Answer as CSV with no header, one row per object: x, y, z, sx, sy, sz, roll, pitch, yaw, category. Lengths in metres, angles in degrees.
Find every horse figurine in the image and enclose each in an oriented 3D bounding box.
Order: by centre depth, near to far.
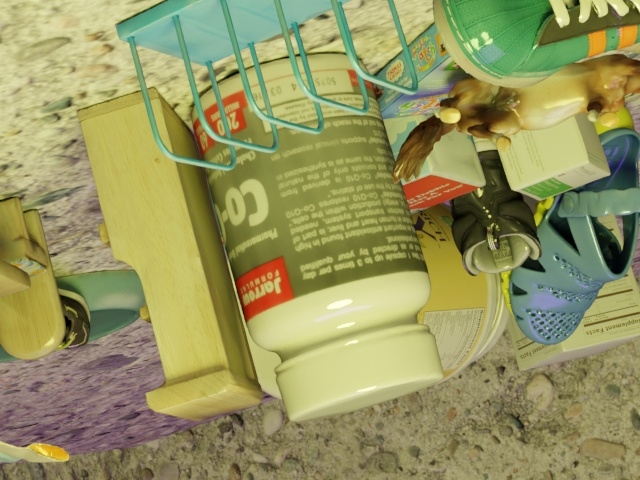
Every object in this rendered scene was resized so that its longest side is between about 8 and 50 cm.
0.182,-0.113,1.214,0.263,0.066,0.174,-13,-169,6,horse figurine

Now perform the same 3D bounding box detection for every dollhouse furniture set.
-0.278,0.064,1.246,0.394,0.256,0.362,-16,168,4,dollhouse furniture set

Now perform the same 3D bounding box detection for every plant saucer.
-0.360,0.107,1.896,0.317,0.043,0.317,-15,169,-3,plant saucer

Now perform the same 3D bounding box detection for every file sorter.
-0.034,-0.128,1.037,0.170,0.104,0.118,-20,167,25,file sorter

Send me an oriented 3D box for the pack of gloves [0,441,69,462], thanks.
-0.328,0.136,1.198,0.195,0.046,0.232,22,162,-24,pack of gloves

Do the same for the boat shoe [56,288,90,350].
-0.321,0.092,1.691,0.081,0.068,0.228,-23,156,5,boat shoe

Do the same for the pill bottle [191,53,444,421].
0.000,0.000,1.241,0.161,0.283,0.161,-15,168,-3,pill bottle

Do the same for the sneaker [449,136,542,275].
0.188,-0.037,1.635,0.101,0.153,0.268,-17,173,13,sneaker

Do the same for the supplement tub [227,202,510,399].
0.062,0.063,1.743,0.241,0.241,0.331,-23,167,34,supplement tub

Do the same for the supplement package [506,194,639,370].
0.309,0.030,1.910,0.134,0.244,0.139,-11,168,-21,supplement package

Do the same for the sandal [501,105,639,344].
0.304,0.004,1.688,0.126,0.138,0.317,-8,131,-25,sandal

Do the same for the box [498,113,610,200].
0.237,-0.105,1.519,0.087,0.102,0.101,-22,166,21,box

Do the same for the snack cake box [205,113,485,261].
0.015,-0.058,1.485,0.264,0.089,0.152,-21,166,24,snack cake box

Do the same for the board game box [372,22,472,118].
0.152,-0.165,1.275,0.160,0.039,0.211,-9,166,-28,board game box

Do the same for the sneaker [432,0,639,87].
0.213,-0.192,1.081,0.302,0.108,0.121,-17,171,-41,sneaker
